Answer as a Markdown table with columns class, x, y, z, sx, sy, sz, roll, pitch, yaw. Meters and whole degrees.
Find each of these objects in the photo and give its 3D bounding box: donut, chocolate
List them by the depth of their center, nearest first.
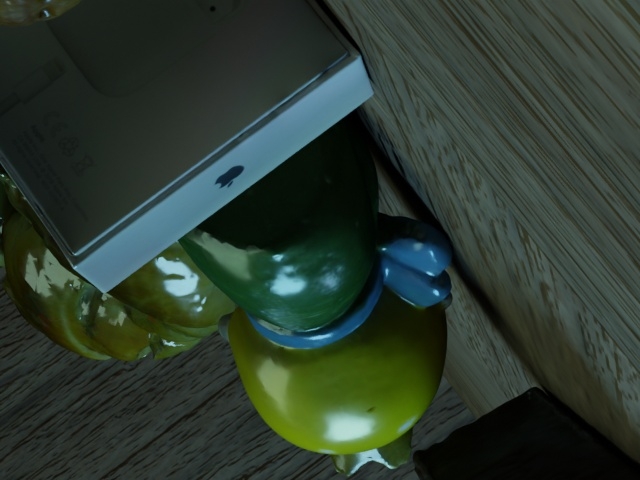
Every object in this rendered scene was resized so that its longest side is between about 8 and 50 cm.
| class | x | y | z | sx | sy | sz | roll | pitch | yaw |
| --- | --- | --- | --- | --- | --- | --- | --- | --- | --- |
| chocolate | 0.117 | 0.150 | 0.849 | 0.112 | 0.112 | 0.321 | 63 | 179 | -7 |
| donut | -0.158 | -0.076 | 1.102 | 0.360 | 0.170 | 0.360 | 35 | 155 | 19 |

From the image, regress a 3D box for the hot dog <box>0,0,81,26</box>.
| class | x | y | z | sx | sy | sz | roll | pitch | yaw |
| --- | --- | --- | --- | --- | --- | --- | --- | --- | --- |
| hot dog | -0.118 | -0.166 | 0.499 | 0.227 | 0.099 | 0.160 | 55 | 178 | -38 |

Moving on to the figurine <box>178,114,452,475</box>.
| class | x | y | z | sx | sy | sz | roll | pitch | yaw |
| --- | --- | --- | --- | --- | --- | --- | --- | --- | --- |
| figurine | -0.014 | 0.005 | 0.938 | 0.185 | 0.127 | 0.234 | 54 | -178 | 35 |

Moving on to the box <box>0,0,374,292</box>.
| class | x | y | z | sx | sy | sz | roll | pitch | yaw |
| --- | --- | --- | --- | --- | --- | --- | --- | --- | --- |
| box | -0.071 | -0.073 | 0.704 | 0.130 | 0.129 | 0.051 | 53 | 178 | 14 |
